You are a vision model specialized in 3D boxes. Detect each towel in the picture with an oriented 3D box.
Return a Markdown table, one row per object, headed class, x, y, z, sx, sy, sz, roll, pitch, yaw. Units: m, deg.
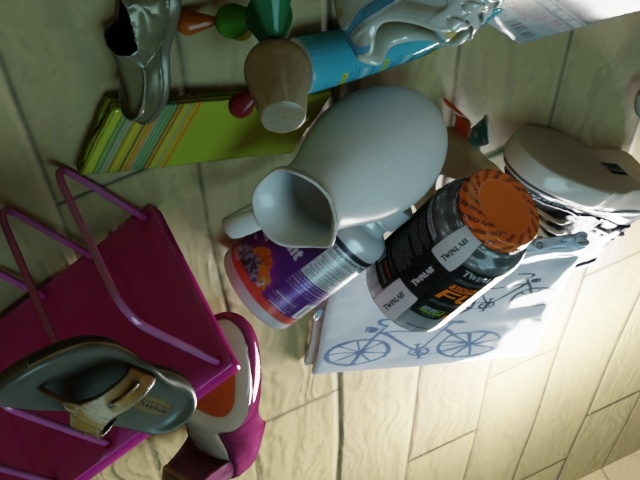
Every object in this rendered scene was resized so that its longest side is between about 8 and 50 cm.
| class | x | y | z | sx | sy | sz | roll | pitch | yaw |
| --- | --- | --- | --- | --- | --- | --- | --- | --- | --- |
| towel | -0.107 | -0.105 | 1.188 | 0.237 | 0.021 | 0.102 | -9 | 153 | -36 |

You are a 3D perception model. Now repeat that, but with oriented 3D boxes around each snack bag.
| class | x | y | z | sx | sy | sz | roll | pitch | yaw |
| --- | --- | --- | --- | --- | --- | --- | --- | --- | --- |
| snack bag | 0.147 | 0.081 | 1.629 | 0.323 | 0.037 | 0.342 | -4 | 151 | -7 |

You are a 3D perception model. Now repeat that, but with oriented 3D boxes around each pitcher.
| class | x | y | z | sx | sy | sz | roll | pitch | yaw |
| --- | --- | --- | --- | --- | --- | --- | --- | --- | --- |
| pitcher | 0.014 | -0.065 | 1.242 | 0.177 | 0.125 | 0.207 | -10 | -160 | 47 |

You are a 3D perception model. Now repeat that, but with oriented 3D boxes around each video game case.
| class | x | y | z | sx | sy | sz | roll | pitch | yaw |
| --- | --- | --- | --- | --- | --- | --- | --- | --- | --- |
| video game case | 0.221 | -0.238 | 1.185 | 0.173 | 0.022 | 0.190 | -11 | 165 | 32 |

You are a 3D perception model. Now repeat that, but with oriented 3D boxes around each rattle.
| class | x | y | z | sx | sy | sz | roll | pitch | yaw |
| --- | --- | --- | --- | --- | --- | --- | --- | --- | --- |
| rattle | 0.182 | -0.095 | 1.435 | 0.142 | 0.130 | 0.200 | -29 | 128 | -32 |

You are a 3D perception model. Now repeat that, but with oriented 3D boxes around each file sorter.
| class | x | y | z | sx | sy | sz | roll | pitch | yaw |
| --- | --- | --- | --- | --- | --- | --- | --- | --- | --- |
| file sorter | -0.269 | 0.100 | 1.181 | 0.290 | 0.202 | 0.182 | -37 | 149 | 10 |

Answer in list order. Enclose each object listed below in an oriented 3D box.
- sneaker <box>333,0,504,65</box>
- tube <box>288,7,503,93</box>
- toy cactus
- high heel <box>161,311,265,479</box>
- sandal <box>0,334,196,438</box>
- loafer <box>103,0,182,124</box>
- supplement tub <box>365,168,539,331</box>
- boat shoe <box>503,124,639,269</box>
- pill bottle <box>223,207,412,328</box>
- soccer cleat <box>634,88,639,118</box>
| class | x | y | z | sx | sy | sz | roll | pitch | yaw |
| --- | --- | --- | --- | --- | --- | --- | --- | --- | --- |
| sneaker | 0.123 | -0.216 | 1.064 | 0.228 | 0.092 | 0.087 | -16 | 169 | 18 |
| tube | 0.067 | -0.183 | 1.187 | 0.207 | 0.052 | 0.080 | -18 | -178 | -26 |
| toy cactus | -0.047 | -0.162 | 0.985 | 0.112 | 0.180 | 0.219 | 2 | 139 | -14 |
| high heel | -0.113 | 0.186 | 1.639 | 0.181 | 0.127 | 0.377 | -45 | 164 | -43 |
| sandal | -0.177 | 0.136 | 1.065 | 0.090 | 0.060 | 0.219 | -39 | 145 | 13 |
| loafer | -0.149 | -0.154 | 1.026 | 0.050 | 0.056 | 0.148 | -13 | 139 | -28 |
| supplement tub | 0.142 | 0.010 | 1.371 | 0.117 | 0.117 | 0.190 | -8 | 156 | -36 |
| boat shoe | 0.295 | -0.036 | 1.567 | 0.340 | 0.127 | 0.158 | 7 | 129 | -51 |
| pill bottle | 0.000 | 0.000 | 1.373 | 0.193 | 0.108 | 0.108 | -38 | 152 | 16 |
| soccer cleat | 0.458 | -0.207 | 1.514 | 0.196 | 0.068 | 0.076 | -34 | 168 | 13 |
